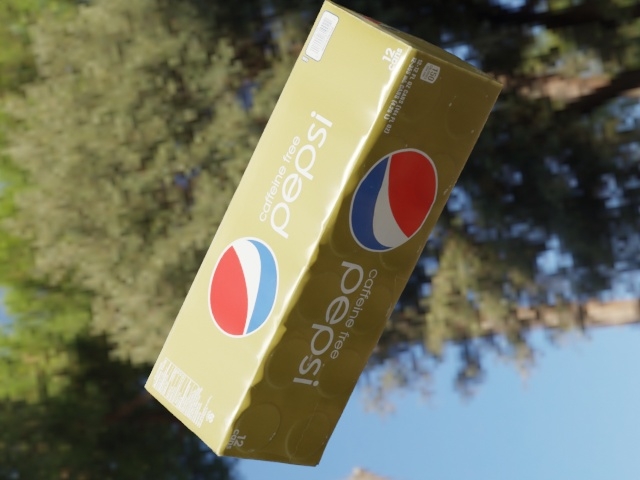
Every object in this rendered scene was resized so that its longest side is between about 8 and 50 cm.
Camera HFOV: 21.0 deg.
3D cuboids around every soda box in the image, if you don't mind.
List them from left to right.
[{"bbox_3d":[0.000,0.000,0.708,0.061,0.058,0.181,15,-75,-45],"label":"soda box"}]
